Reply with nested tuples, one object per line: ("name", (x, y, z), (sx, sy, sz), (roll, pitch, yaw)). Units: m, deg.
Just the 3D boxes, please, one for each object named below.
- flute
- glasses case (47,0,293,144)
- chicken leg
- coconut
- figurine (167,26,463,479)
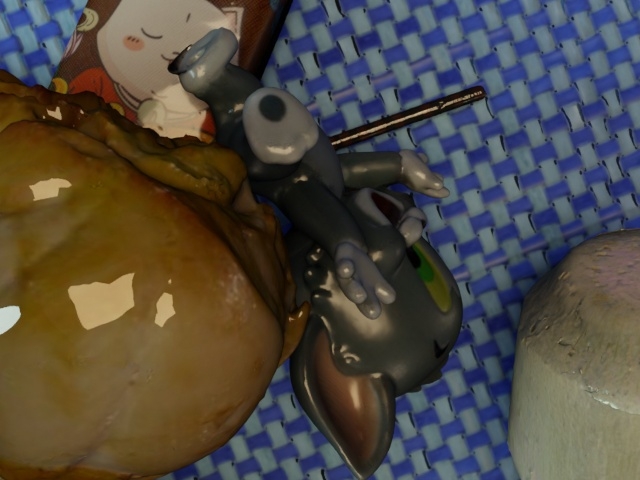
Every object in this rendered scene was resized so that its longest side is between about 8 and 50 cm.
("flute", (-0.003, -0.067, 0.634), (0.269, 0.014, 0.014), (-20, 94, 0))
("glasses case", (-0.115, -0.103, 0.591), (0.122, 0.082, 0.321), (24, 90, 9))
("chicken leg", (-0.176, 0.032, 0.494), (0.182, 0.409, 0.295), (-25, 74, -39))
("coconut", (0.223, 0.116, 0.557), (0.224, 0.224, 0.234), (-6, 122, -1))
("figurine", (-0.006, 0.000, 0.523), (0.265, 0.193, 0.140), (39, 111, -12))
